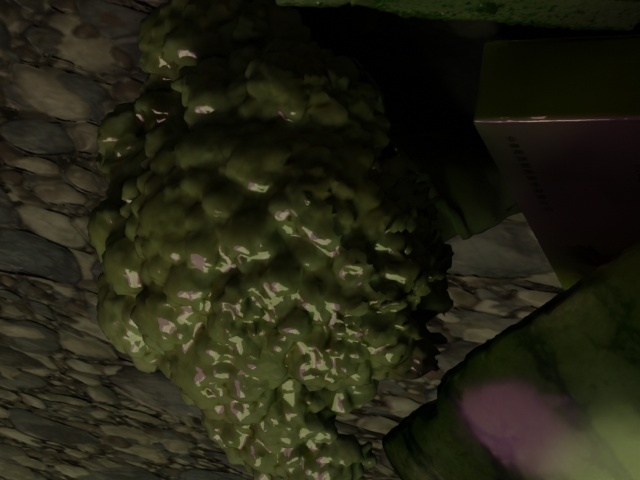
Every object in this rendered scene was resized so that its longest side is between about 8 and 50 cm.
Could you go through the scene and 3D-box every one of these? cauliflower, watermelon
[{"bbox_3d":[-0.023,0.002,1.096,0.260,0.327,0.281,-7,175,23],"label":"cauliflower"},{"bbox_3d":[0.209,0.112,0.991,0.331,0.189,0.331,-26,155,-13],"label":"watermelon"}]

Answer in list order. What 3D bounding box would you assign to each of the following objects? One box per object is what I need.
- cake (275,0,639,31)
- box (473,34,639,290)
[{"bbox_3d":[0.093,-0.146,0.939,0.235,0.099,0.100,21,153,-17],"label":"cake"},{"bbox_3d":[0.217,-0.039,1.103,0.175,0.062,0.260,0,153,23],"label":"box"}]
